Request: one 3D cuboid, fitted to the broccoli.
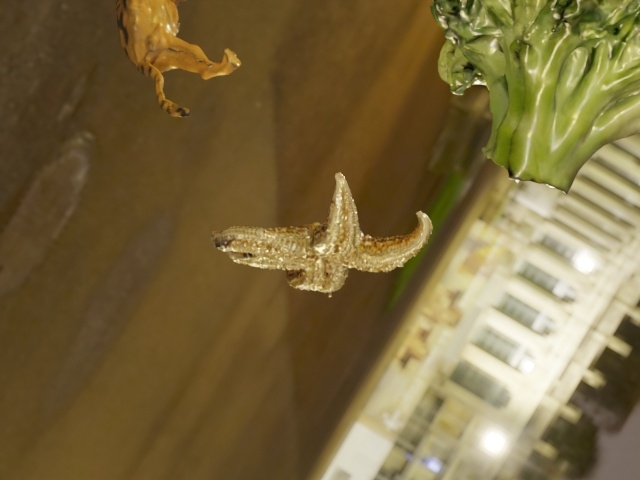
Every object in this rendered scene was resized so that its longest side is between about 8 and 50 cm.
[{"bbox_3d":[0.242,-0.156,1.450,0.248,0.288,0.246,30,85,-51],"label":"broccoli"}]

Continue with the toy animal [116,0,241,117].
[{"bbox_3d":[-0.154,-0.195,1.410,0.116,0.114,0.255,-43,-149,26],"label":"toy animal"}]

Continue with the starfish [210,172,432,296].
[{"bbox_3d":[0.001,0.002,1.580,0.216,0.238,0.071,63,25,-69],"label":"starfish"}]
